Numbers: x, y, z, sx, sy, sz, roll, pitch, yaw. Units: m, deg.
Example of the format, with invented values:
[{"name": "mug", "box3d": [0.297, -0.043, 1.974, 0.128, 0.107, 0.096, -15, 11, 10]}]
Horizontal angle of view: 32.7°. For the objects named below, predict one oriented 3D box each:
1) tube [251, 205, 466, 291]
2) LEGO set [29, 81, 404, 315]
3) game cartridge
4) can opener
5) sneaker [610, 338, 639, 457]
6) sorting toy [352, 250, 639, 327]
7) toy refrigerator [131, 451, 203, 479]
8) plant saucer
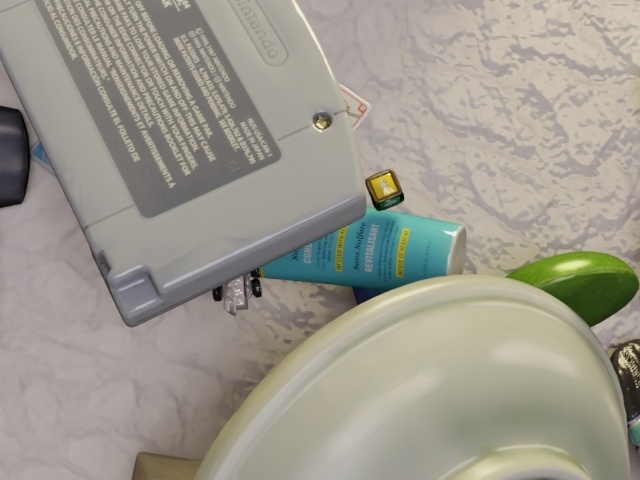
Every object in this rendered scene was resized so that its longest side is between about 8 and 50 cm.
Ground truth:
[{"name": "tube", "box3d": [0.000, 0.000, 0.788, 0.207, 0.052, 0.080, 8, 84, 20]}, {"name": "LEGO set", "box3d": [-0.067, -0.067, 0.758, 0.244, 0.060, 0.182, 37, 83, 13]}, {"name": "game cartridge", "box3d": [-0.100, -0.108, 0.736, 0.198, 0.062, 0.297, -23, 68, -15]}, {"name": "can opener", "box3d": [-0.244, -0.004, 0.759, 0.073, 0.059, 0.186, 3, 89, -12]}, {"name": "sneaker", "box3d": [0.291, 0.190, 0.875, 0.083, 0.098, 0.223, -23, 71, -21]}, {"name": "sorting toy", "box3d": [0.189, 0.000, 0.850, 0.366, 0.127, 0.126, -11, 63, -10]}, {"name": "toy refrigerator", "box3d": [-0.109, 0.298, 0.770, 0.094, 0.102, 0.269, 11, 87, -12]}, {"name": "plant saucer", "box3d": [0.089, 0.226, 0.732, 0.400, 0.100, 0.400, -12, 113, -31]}]
